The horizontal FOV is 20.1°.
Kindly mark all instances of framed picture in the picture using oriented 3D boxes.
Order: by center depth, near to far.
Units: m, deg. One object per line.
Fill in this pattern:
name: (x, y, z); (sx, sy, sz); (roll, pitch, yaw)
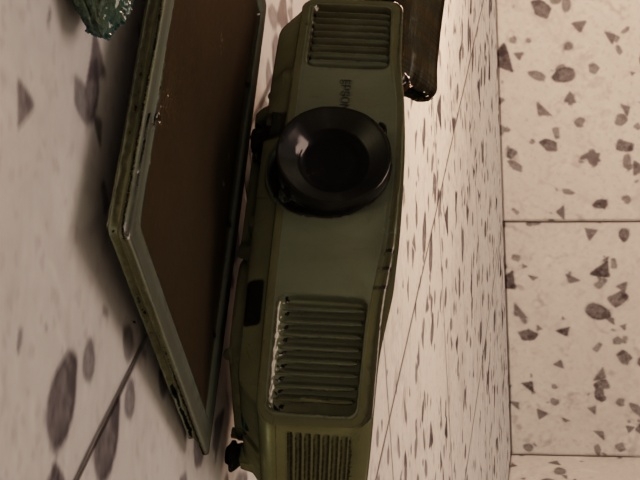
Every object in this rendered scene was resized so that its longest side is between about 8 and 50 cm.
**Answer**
framed picture: (-0.064, -0.071, 0.911); (0.232, 0.019, 0.296); (80, 14, -58)

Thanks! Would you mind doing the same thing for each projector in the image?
projector: (0.000, 0.000, 1.023); (0.193, 0.088, 0.269); (92, 3, -62)

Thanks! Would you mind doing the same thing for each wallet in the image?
wallet: (0.079, -0.218, 1.683); (0.317, 0.044, 0.169); (-11, 104, -79)

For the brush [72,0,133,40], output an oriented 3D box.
brush: (-0.099, -0.175, 0.708); (0.070, 0.021, 0.196); (-80, 166, -53)
